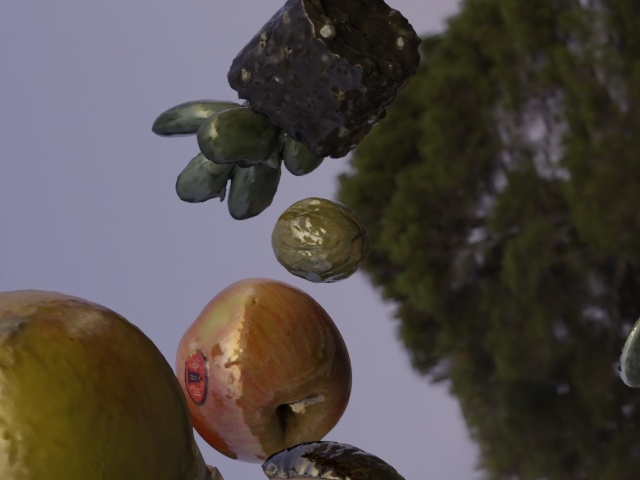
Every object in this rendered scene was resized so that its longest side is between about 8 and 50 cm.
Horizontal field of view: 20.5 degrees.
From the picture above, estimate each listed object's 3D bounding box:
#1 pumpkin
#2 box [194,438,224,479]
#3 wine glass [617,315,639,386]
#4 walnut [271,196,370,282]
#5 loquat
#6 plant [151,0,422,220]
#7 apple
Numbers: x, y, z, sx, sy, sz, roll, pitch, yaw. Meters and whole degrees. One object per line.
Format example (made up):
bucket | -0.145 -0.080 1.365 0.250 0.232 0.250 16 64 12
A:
pumpkin | 0.032 0.247 1.626 0.183 0.107 0.119 48 178 38
box | -0.321 0.378 2.234 0.300 0.314 0.312 75 -156 -60
wine glass | 0.448 0.160 1.898 0.241 0.126 0.126 32 171 38
walnut | 0.000 0.000 1.589 0.092 0.092 0.092 56 -158 -36
loquat | -0.200 0.124 1.143 0.246 0.213 0.213 48 -165 9
plant | -0.035 -0.121 1.644 0.146 0.274 0.149 55 -144 5
apple | -0.067 0.144 1.956 0.164 0.209 0.209 43 178 38
